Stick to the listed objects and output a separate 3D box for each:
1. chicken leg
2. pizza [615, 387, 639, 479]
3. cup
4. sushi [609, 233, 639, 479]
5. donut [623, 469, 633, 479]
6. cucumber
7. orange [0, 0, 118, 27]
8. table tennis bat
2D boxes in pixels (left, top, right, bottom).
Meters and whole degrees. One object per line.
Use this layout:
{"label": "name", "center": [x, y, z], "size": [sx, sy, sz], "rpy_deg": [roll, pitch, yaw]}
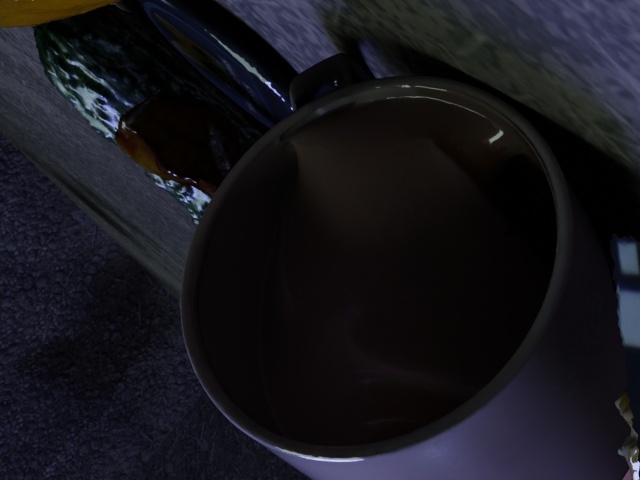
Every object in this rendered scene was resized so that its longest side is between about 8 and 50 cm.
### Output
{"label": "chicken leg", "center": [0.000, 0.000, 1.073], "size": [0.304, 0.093, 0.113], "rpy_deg": [35, -163, -12]}
{"label": "pizza", "center": [0.268, 0.133, 0.668], "size": [0.297, 0.071, 0.189], "rpy_deg": [42, 146, 2]}
{"label": "cup", "center": [0.052, 0.026, 0.839], "size": [0.200, 0.191, 0.253], "rpy_deg": [46, -160, -54]}
{"label": "sushi", "center": [0.251, 0.134, 0.486], "size": [0.373, 0.100, 0.296], "rpy_deg": [-3, 95, 65]}
{"label": "donut", "center": [0.181, 0.118, 1.079], "size": [0.117, 0.065, 0.166], "rpy_deg": [38, 173, 17]}
{"label": "cucumber", "center": [-0.070, -0.048, 1.196], "size": [0.359, 0.096, 0.096], "rpy_deg": [42, 172, -10]}
{"label": "orange", "center": [-0.127, -0.164, 0.709], "size": [0.154, 0.134, 0.155], "rpy_deg": [32, 173, 4]}
{"label": "table tennis bat", "center": [-0.026, -0.089, 1.045], "size": [0.236, 0.027, 0.150], "rpy_deg": [39, 174, 17]}
